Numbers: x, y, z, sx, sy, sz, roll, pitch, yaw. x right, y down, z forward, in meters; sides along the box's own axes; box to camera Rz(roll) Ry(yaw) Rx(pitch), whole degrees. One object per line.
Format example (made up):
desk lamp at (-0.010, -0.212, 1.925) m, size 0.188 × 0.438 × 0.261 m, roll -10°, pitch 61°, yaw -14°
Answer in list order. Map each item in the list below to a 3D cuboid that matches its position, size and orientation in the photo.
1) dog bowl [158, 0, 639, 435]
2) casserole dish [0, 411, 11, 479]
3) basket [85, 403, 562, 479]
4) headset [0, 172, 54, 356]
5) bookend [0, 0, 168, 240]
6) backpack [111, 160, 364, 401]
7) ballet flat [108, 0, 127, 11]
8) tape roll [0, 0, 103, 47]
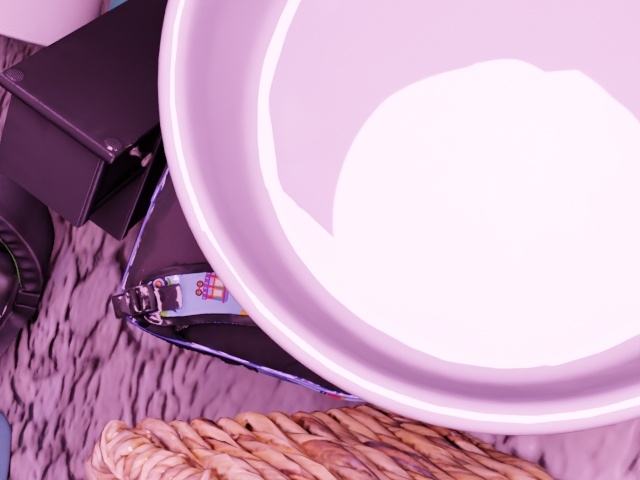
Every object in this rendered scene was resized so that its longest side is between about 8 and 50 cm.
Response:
dog bowl at (0.076, -0.060, 0.390) m, size 0.265 × 0.104 × 0.265 m, roll -1°, pitch 86°, yaw 10°
casserole dish at (-0.304, 0.211, 0.808) m, size 0.114 × 0.037 × 0.188 m, roll 9°, pitch 91°, yaw 41°
basket at (0.047, 0.211, 0.384) m, size 0.299 × 0.223 × 0.213 m, roll 20°, pitch 98°, yaw 39°
headset at (-0.353, 0.009, 0.769) m, size 0.394 × 0.243 × 0.185 m, roll -49°, pitch 30°, yaw 46°
bookend at (-0.123, -0.053, 0.570) m, size 0.072 × 0.157 × 0.156 m, roll 36°, pitch 132°, yaw 4°
backpack at (0.000, 0.000, 0.516) m, size 0.173 × 0.117 × 0.158 m, roll 19°, pitch 89°, yaw 5°
ballet flat at (-0.130, -0.123, 0.677) m, size 0.206 × 0.067 × 0.073 m, roll -51°, pitch 50°, yaw 27°
tape roll at (-0.267, -0.246, 0.695) m, size 0.246 × 0.246 × 0.169 m, roll 23°, pitch 101°, yaw 40°
